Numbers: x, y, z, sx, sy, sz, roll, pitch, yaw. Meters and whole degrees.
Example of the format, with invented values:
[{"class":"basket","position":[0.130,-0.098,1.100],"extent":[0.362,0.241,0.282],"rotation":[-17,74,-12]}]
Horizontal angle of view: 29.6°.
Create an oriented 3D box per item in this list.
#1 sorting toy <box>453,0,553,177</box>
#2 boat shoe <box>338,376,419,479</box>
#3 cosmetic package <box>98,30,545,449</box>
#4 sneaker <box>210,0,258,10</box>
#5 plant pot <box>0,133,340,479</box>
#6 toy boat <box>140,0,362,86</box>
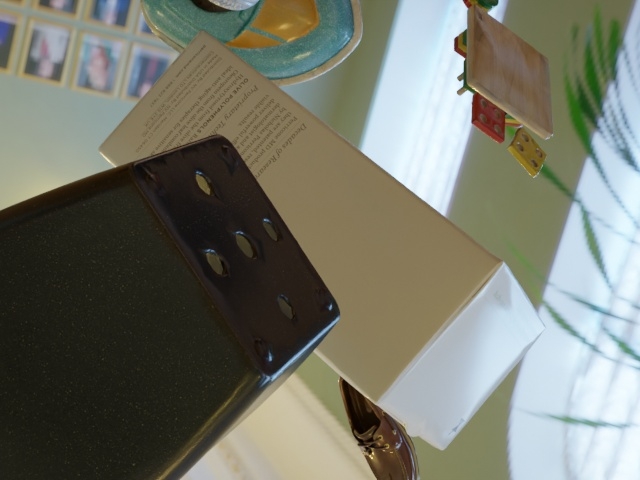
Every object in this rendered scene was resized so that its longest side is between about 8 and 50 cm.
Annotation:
[{"class":"sorting toy","position":[0.212,-0.185,1.432],"extent":[0.132,0.046,0.274],"rotation":[30,-135,-27]},{"class":"boat shoe","position":[0.064,0.232,1.455],"extent":[0.064,0.178,0.060],"rotation":[-20,180,32]},{"class":"cosmetic package","position":[0.000,0.000,1.064],"extent":[0.365,0.155,0.197],"rotation":[39,177,27]},{"class":"sneaker","position":[-0.102,-0.310,1.079],"extent":[0.269,0.153,0.101],"rotation":[19,-134,-53]},{"class":"plant pot","position":[-0.101,0.044,0.668],"extent":[0.187,0.167,0.188],"rotation":[57,-159,0]},{"class":"toy boat","position":[-0.098,-0.215,1.382],"extent":[0.268,0.318,0.148],"rotation":[18,-174,9]}]
